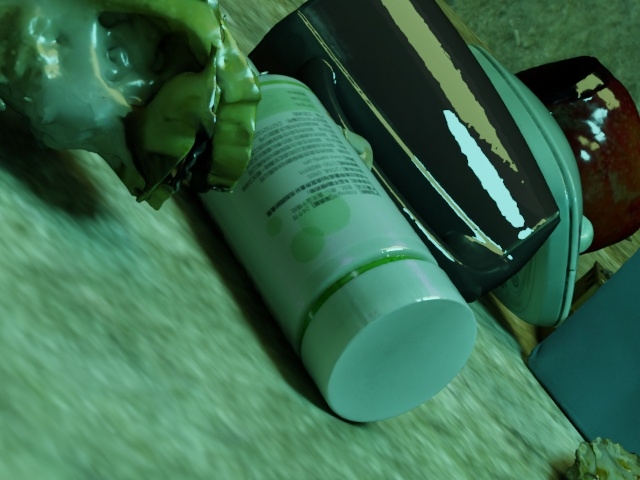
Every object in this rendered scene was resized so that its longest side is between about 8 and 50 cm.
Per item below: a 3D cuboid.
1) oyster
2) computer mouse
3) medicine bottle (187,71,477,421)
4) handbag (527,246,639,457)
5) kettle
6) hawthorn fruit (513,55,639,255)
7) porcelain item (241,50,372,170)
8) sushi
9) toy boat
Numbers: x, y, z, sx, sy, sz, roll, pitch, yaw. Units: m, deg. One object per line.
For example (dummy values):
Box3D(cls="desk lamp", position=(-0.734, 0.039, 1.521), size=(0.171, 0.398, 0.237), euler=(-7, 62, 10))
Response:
Box3D(cls="oyster", position=(0.209, 0.168, 1.125), size=(0.105, 0.056, 0.177), euler=(37, 9, 18))
Box3D(cls="computer mouse", position=(0.155, -0.054, 1.406), size=(0.097, 0.160, 0.288), euler=(-11, 34, -20))
Box3D(cls="medicine bottle", position=(0.000, 0.000, 0.898), size=(0.086, 0.086, 0.183), euler=(31, 19, -50))
Box3D(cls="handbag", position=(0.272, 0.066, 1.269), size=(0.057, 0.221, 0.144), euler=(36, 14, -45))
Box3D(cls="kettle", position=(0.062, -0.067, 1.204), size=(0.232, 0.144, 0.202), euler=(52, 20, 4))
Box3D(cls="hawthorn fruit", position=(0.260, -0.075, 1.820), size=(0.251, 0.189, 0.189), euler=(53, 4, -42))
Box3D(cls="porcelain item", position=(-0.057, -0.073, 0.982), size=(0.213, 0.084, 0.054), euler=(30, 46, -49))
Box3D(cls="sushi", position=(-0.142, -0.127, 0.786), size=(0.291, 0.131, 0.139), euler=(39, -11, 0))
Box3D(cls="toy boat", position=(0.225, 0.064, 1.458), size=(0.057, 0.077, 0.200), euler=(47, 12, -1))
